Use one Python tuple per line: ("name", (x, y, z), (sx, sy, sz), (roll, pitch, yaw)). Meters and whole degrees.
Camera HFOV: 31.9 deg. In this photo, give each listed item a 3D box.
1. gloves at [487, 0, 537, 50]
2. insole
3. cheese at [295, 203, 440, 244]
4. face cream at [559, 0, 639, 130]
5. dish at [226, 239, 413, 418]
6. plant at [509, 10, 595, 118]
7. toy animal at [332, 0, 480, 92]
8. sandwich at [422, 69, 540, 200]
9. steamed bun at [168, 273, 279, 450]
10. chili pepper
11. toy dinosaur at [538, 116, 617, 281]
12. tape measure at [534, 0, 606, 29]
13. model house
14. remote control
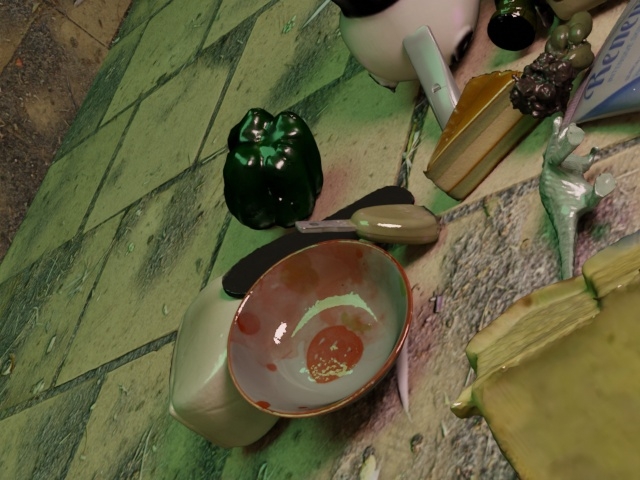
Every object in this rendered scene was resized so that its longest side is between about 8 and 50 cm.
("gloves", (0.288, -0.393, 1.662), (0.107, 0.135, 0.268), (-7, 53, 7))
("insole", (0.000, 0.000, 1.590), (0.309, 0.012, 0.110), (-31, 37, -19))
("cheese", (0.061, -0.022, 1.511), (0.097, 0.192, 0.037), (-129, 40, -65))
("face cream", (0.435, -0.240, 1.272), (0.234, 0.137, 0.420), (-60, 15, -10))
("dish", (0.012, 0.128, 1.450), (0.260, 0.085, 0.260), (-16, 49, 20))
("plant", (0.302, -0.220, 1.431), (0.174, 0.087, 0.085), (-55, 6, -25))
("toy animal", (0.111, -0.395, 1.729), (0.251, 0.309, 0.251), (-28, 12, 7))
("sandwich", (0.223, -0.140, 1.490), (0.113, 0.079, 0.163), (-5, 52, 58))
("steamed bun", (-0.112, 0.160, 1.590), (0.164, 0.146, 0.241), (-39, 28, 26))
("chili pepper", (-0.078, -0.100, 1.853), (0.165, 0.261, 0.173), (-7, 56, 2))
("toy dinosaur", (0.286, -0.046, 1.249), (0.383, 0.076, 0.129), (-78, -5, -51))
("tape measure", (0.341, -0.424, 1.471), (0.271, 0.231, 0.133), (-23, 30, 46))
("model house", (0.296, 0.123, 0.935), (0.321, 0.261, 0.266), (-31, 4, 7))
("remote control", (0.169, -0.225, 1.623), (0.050, 0.027, 0.184), (-31, 73, 30))
